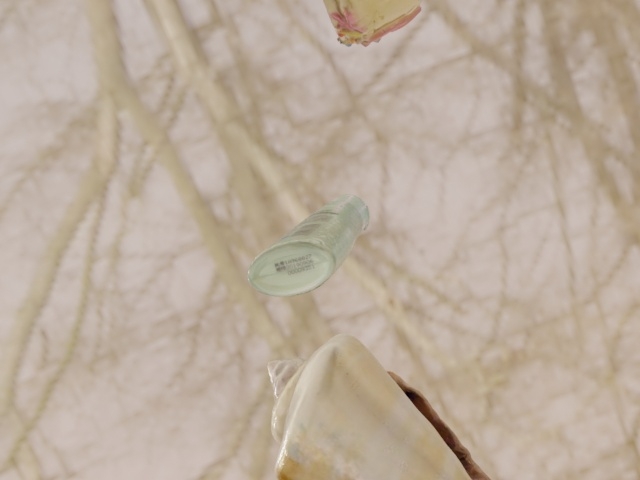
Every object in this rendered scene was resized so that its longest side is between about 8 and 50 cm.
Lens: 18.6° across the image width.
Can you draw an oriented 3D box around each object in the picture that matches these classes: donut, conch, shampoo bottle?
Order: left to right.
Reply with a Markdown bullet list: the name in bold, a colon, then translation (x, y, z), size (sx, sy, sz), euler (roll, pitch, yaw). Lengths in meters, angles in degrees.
- **shampoo bottle**: translation (0.000, 0.000, 1.505), size (0.069, 0.041, 0.191), euler (-19, -172, 17)
- **donut**: translation (0.025, -0.172, 1.152), size (0.065, 0.108, 0.166), euler (-19, 169, 6)
- **conch**: translation (0.046, 0.189, 1.573), size (0.127, 0.158, 0.255), euler (-42, -108, 7)
